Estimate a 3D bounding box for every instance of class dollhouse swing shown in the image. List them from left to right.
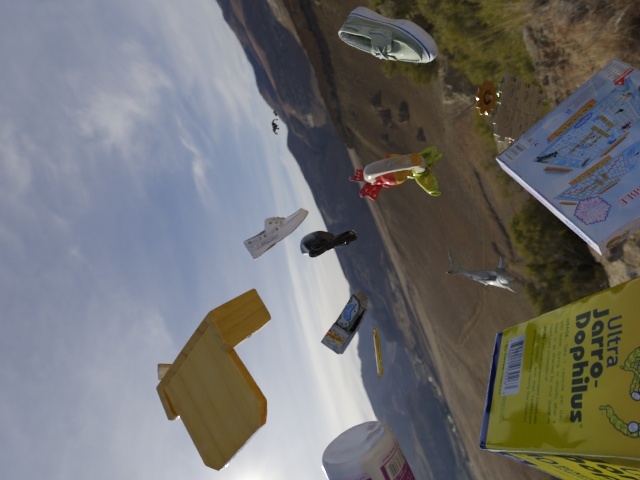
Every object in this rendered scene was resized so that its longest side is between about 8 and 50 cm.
[{"bbox_3d":[-0.245,0.389,1.163,0.305,0.346,0.315,42,-157,11],"label":"dollhouse swing"}]

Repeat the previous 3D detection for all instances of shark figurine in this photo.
[{"bbox_3d":[0.592,0.102,1.432,0.166,0.116,0.278,20,177,-30],"label":"shark figurine"}]

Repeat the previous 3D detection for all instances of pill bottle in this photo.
[{"bbox_3d":[0.137,0.563,0.862,0.169,0.169,0.301,20,-135,-86],"label":"pill bottle"}]

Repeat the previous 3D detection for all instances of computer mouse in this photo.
[{"bbox_3d":[0.000,0.000,1.485,0.072,0.189,0.272,69,161,-6],"label":"computer mouse"}]

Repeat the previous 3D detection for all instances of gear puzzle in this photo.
[{"bbox_3d":[0.511,-0.354,1.110,0.044,0.339,0.175,19,106,49],"label":"gear puzzle"}]

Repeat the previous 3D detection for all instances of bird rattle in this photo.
[{"bbox_3d":[0.194,-0.191,1.088,0.207,0.254,0.142,10,-100,-70],"label":"bird rattle"}]

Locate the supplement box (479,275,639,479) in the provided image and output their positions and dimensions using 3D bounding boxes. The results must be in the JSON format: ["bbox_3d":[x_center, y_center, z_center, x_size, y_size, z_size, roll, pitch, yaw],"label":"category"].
[{"bbox_3d":[0.383,0.194,0.491,0.356,0.194,0.195,111,-179,-63],"label":"supplement box"}]

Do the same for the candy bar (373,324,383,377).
[{"bbox_3d":[0.179,0.345,1.255,0.040,0.018,0.161,-27,-69,-78],"label":"candy bar"}]

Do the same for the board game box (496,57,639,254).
[{"bbox_3d":[0.610,-0.185,0.860,0.066,0.319,0.317,29,-154,-45],"label":"board game box"}]

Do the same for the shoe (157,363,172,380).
[{"bbox_3d":[-0.528,0.490,1.523,0.219,0.077,0.058,31,-129,-61],"label":"shoe"}]

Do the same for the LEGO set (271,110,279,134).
[{"bbox_3d":[-0.152,-0.381,1.325,0.054,0.024,0.083,71,-166,-58],"label":"LEGO set"}]

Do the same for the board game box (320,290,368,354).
[{"bbox_3d":[0.071,0.241,1.129,0.060,0.194,0.194,32,-175,13],"label":"board game box"}]

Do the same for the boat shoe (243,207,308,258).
[{"bbox_3d":[-0.170,-0.043,1.488,0.096,0.277,0.098,51,-168,-10],"label":"boat shoe"}]

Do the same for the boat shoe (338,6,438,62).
[{"bbox_3d":[0.178,-0.539,1.104,0.302,0.094,0.109,39,179,32],"label":"boat shoe"}]
